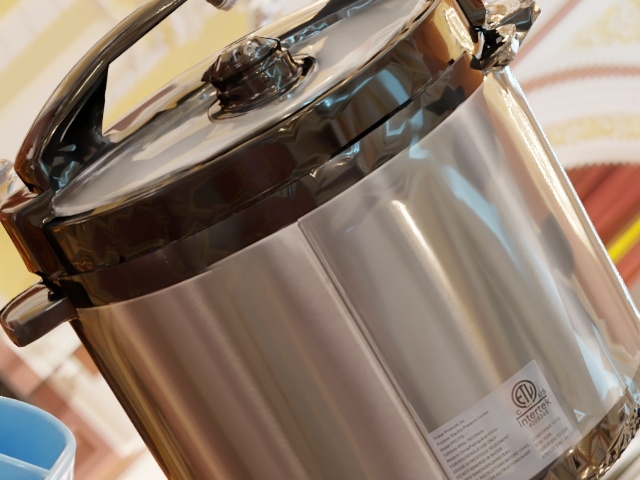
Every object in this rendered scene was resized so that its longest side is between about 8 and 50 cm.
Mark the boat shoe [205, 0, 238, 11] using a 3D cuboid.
[{"bbox_3d":[-0.117,-0.270,1.868,0.040,0.049,0.142,20,21,-33],"label":"boat shoe"}]

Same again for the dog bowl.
[{"bbox_3d":[-0.322,0.229,1.806,0.166,0.074,0.297,19,16,2],"label":"dog bowl"}]

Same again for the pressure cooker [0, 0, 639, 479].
[{"bbox_3d":[0.003,0.000,1.361,0.376,0.370,0.420,-19,-70,35],"label":"pressure cooker"}]

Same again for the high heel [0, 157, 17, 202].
[{"bbox_3d":[-0.385,0.004,1.815,0.093,0.186,0.261,53,-28,-11],"label":"high heel"}]
